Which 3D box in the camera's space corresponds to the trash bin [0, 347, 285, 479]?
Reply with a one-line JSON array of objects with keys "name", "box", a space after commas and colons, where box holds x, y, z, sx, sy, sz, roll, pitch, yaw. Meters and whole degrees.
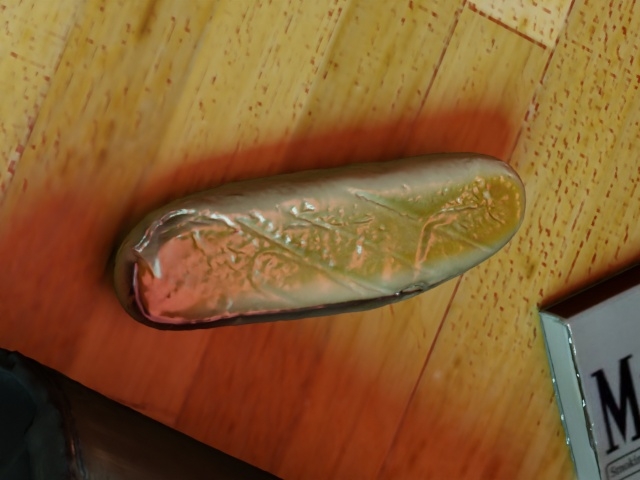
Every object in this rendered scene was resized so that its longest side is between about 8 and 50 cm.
[{"name": "trash bin", "box": [-0.056, 0.191, 0.692, 0.301, 0.252, 0.203, 32, 83, -34]}]

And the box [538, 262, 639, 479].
[{"name": "box", "box": [0.210, 0.059, 0.919, 0.178, 0.036, 0.115, -23, 110, -22]}]

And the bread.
[{"name": "bread", "box": [0.000, 0.000, 0.785, 0.214, 0.053, 0.073, -11, 101, -23]}]
